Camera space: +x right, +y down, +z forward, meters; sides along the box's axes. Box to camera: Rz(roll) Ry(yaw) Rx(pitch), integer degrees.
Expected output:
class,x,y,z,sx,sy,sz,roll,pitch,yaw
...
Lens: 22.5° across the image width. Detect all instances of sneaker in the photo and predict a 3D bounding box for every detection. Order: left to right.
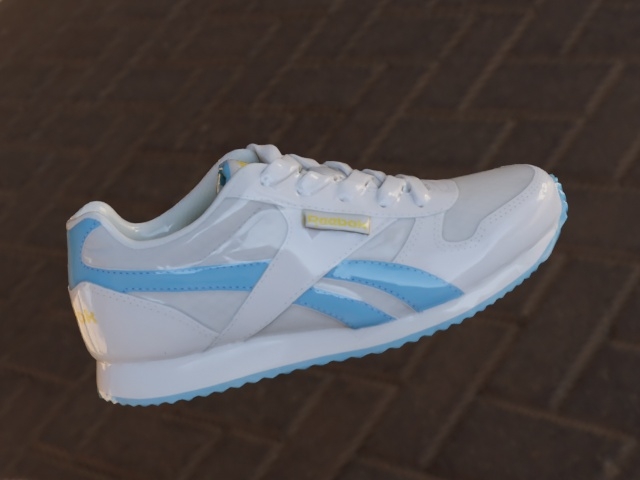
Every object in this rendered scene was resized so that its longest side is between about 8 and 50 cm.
class,x,y,z,sx,sy,sz,roll,pitch,yaw
sneaker,0.000,0.000,0.721,0.228,0.092,0.087,-17,14,-7
